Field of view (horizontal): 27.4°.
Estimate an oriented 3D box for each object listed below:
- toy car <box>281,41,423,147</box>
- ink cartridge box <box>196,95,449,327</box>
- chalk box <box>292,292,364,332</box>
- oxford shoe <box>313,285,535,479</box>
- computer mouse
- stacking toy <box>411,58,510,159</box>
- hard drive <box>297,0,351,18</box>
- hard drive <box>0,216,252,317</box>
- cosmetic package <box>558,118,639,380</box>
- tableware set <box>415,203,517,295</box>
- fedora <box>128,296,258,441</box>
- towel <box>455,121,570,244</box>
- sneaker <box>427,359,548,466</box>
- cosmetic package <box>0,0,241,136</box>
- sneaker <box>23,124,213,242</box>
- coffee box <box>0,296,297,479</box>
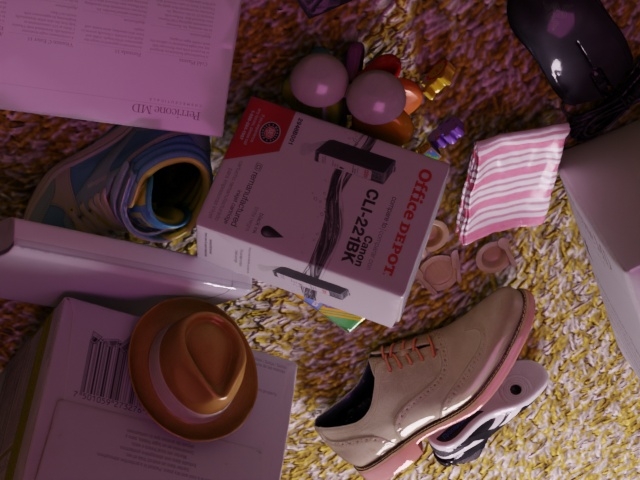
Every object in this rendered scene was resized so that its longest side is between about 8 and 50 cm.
[{"bbox_3d":[0.044,-0.193,1.702,0.182,0.136,0.159,18,156,9],"label":"toy car"},{"bbox_3d":[0.004,-0.036,1.651,0.273,0.197,0.114,20,156,3],"label":"ink cartridge box"},{"bbox_3d":[0.000,0.000,1.813,0.132,0.132,0.213,-43,121,16],"label":"chalk box"},{"bbox_3d":[0.155,0.201,1.967,0.146,0.140,0.397,37,107,-20],"label":"oxford shoe"},{"bbox_3d":[0.357,-0.257,1.758,0.188,0.072,0.272,-39,120,14],"label":"computer mouse"},{"bbox_3d":[0.143,-0.124,1.816,0.221,0.052,0.167,-40,118,16],"label":"stacking toy"},{"bbox_3d":[0.007,-0.415,1.603,0.172,0.054,0.254,-23,123,4],"label":"hard drive"},{"bbox_3d":[-0.298,0.046,1.697,0.353,0.047,0.233,14,158,-40],"label":"hard drive"},{"bbox_3d":[0.568,0.044,1.832,0.327,0.329,0.393,-22,122,5],"label":"cosmetic package"},{"bbox_3d":[0.206,0.005,1.922,0.169,0.020,0.141,-23,123,3],"label":"tableware set"},{"bbox_3d":[-0.149,0.154,1.664,0.194,0.194,0.079,19,149,-21],"label":"fedora"},{"bbox_3d":[0.268,-0.078,1.827,0.144,0.029,0.197,-14,141,-17],"label":"towel"},{"bbox_3d":[0.264,0.276,2.078,0.217,0.079,0.121,-31,148,-8],"label":"sneaker"},{"bbox_3d":[-0.286,-0.288,1.556,0.377,0.097,0.284,7,99,-14],"label":"cosmetic package"},{"bbox_3d":[-0.266,-0.040,1.691,0.319,0.208,0.127,-41,121,15],"label":"sneaker"},{"bbox_3d":[-0.269,0.324,1.771,0.338,0.338,0.334,19,149,-20],"label":"coffee box"}]
